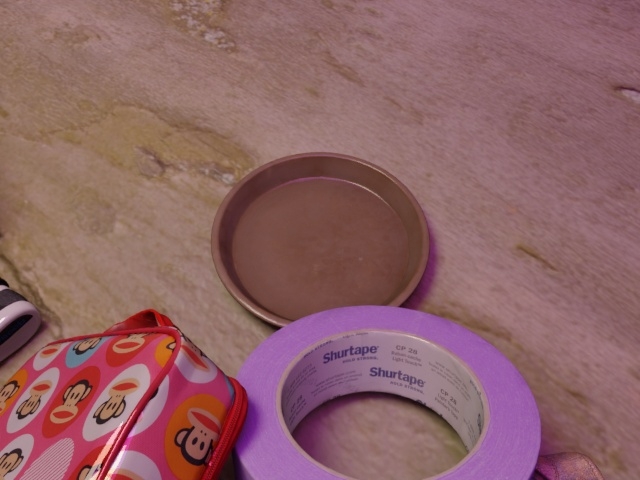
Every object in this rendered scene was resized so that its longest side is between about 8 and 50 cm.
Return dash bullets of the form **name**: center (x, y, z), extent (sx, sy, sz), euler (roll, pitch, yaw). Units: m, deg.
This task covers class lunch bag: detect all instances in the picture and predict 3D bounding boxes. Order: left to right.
- **lunch bag**: center (-0.208, 0.175, 0.522), extent (0.293, 0.120, 0.258), euler (-11, 43, 42)

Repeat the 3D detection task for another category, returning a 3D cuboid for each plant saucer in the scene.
- **plant saucer**: center (0.000, 0.000, 0.770), extent (0.278, 0.041, 0.277), euler (0, 55, -1)

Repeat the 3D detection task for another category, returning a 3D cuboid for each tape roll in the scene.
- **tape roll**: center (0.055, 0.177, 0.557), extent (0.275, 0.090, 0.274), euler (1, 31, 0)

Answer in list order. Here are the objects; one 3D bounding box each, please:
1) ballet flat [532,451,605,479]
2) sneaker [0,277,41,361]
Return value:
- **ballet flat**: center (0.292, 0.327, 0.520), extent (0.106, 0.107, 0.316), euler (-9, 56, -29)
- **sneaker**: center (-0.438, 0.122, 0.665), extent (0.121, 0.079, 0.217), euler (32, 53, 23)
